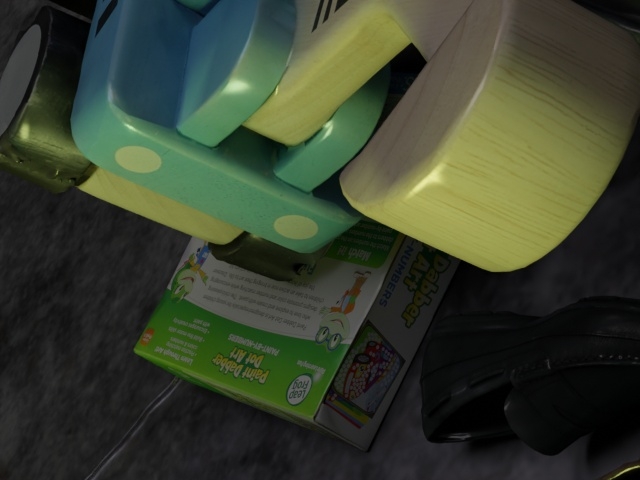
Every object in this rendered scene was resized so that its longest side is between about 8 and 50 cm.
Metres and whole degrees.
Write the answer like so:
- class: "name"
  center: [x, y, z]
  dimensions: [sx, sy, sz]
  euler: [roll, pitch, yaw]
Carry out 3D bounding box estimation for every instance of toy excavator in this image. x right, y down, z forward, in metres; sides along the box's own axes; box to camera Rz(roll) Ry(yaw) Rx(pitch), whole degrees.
- class: "toy excavator"
  center: [-0.006, -0.124, 0.949]
  dimensions: [0.445, 0.222, 0.433]
  euler: [-39, 36, 47]

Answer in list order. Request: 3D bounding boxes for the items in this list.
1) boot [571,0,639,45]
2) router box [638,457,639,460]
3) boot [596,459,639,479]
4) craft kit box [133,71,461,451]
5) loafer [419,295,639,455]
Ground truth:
- class: "boot"
  center: [0.285, -0.267, 0.820]
  dimensions: [0.367, 0.146, 0.445]
  euler: [33, 109, 49]
- class: "router box"
  center: [0.184, 0.150, 0.799]
  dimensions: [0.092, 0.038, 0.122]
  euler: [-52, 32, 7]
- class: "boot"
  center: [0.194, 0.133, 0.640]
  dimensions: [0.248, 0.207, 0.090]
  euler: [-40, 36, 25]
- class: "craft kit box"
  center: [0.000, 0.000, 1.163]
  dimensions: [0.250, 0.061, 0.247]
  euler: [13, 71, 56]
- class: "loafer"
  center: [0.133, 0.077, 0.903]
  dimensions: [0.223, 0.076, 0.078]
  euler: [-11, 59, 55]
